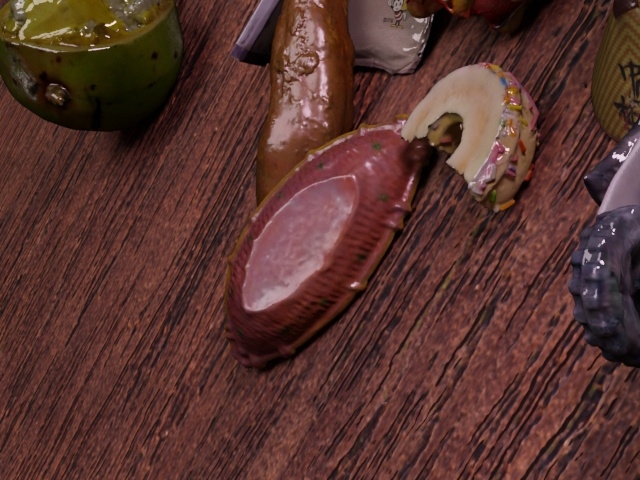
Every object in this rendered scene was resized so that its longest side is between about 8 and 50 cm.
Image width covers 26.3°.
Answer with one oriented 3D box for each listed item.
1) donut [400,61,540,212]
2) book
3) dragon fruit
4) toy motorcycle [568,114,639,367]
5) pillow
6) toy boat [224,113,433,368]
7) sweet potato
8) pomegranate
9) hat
[{"bbox_3d":[0.146,-0.101,1.229,0.108,0.065,0.166,-56,30,9],"label":"donut"},{"bbox_3d":[-0.020,-0.305,1.598,0.231,0.026,0.157,-58,-7,10],"label":"book"},{"bbox_3d":[0.147,-0.268,1.313,0.133,0.150,0.208,-45,11,-35],"label":"dragon fruit"},{"bbox_3d":[0.287,-0.034,0.888,0.327,0.188,0.143,-56,16,-21],"label":"toy motorcycle"},{"bbox_3d":[0.058,-0.245,1.504,0.233,0.038,0.130,15,88,58],"label":"pillow"},{"bbox_3d":[-0.004,0.001,1.348,0.141,0.099,0.318,42,106,17],"label":"toy boat"},{"bbox_3d":[-0.009,-0.165,1.467,0.106,0.095,0.354,180,101,-68],"label":"sweet potato"},{"bbox_3d":[-0.306,-0.284,1.910,0.260,0.260,0.340,-37,7,35],"label":"pomegranate"},{"bbox_3d":[0.266,-0.176,1.094,0.193,0.082,0.193,-35,40,37],"label":"hat"}]
